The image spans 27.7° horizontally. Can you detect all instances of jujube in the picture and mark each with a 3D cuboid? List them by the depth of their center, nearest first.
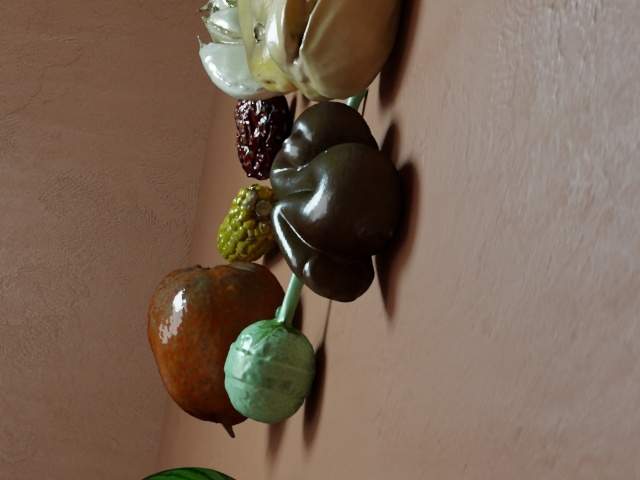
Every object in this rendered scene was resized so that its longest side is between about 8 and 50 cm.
[{"bbox_3d":[-0.104,-0.188,2.243,0.104,0.104,0.165,-108,28,-69],"label":"jujube"}]

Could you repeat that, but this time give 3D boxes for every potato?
[{"bbox_3d":[-0.047,-0.334,1.951,0.150,0.146,0.233,107,155,-71],"label":"potato"}]

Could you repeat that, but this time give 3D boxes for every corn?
[{"bbox_3d":[-0.112,-0.021,2.129,0.313,0.102,0.101,136,143,-76],"label":"corn"}]

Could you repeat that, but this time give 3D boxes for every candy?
[{"bbox_3d":[-0.020,0.016,1.634,0.119,0.119,0.439,-160,87,-80],"label":"candy"}]

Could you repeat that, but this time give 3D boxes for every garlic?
[{"bbox_3d":[-0.102,-0.360,2.134,0.185,0.203,0.281,12,-99,-76],"label":"garlic"}]

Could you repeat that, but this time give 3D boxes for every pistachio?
[{"bbox_3d":[0.028,-0.273,1.510,0.157,0.157,0.229,177,115,-79],"label":"pistachio"}]

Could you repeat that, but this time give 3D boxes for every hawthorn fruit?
[{"bbox_3d":[-0.139,0.162,1.869,0.210,0.211,0.262,-172,75,-80],"label":"hawthorn fruit"}]

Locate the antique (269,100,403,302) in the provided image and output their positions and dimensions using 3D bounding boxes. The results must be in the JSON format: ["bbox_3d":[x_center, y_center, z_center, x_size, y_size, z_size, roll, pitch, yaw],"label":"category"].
[{"bbox_3d":[0.018,-0.062,1.406,0.257,0.121,0.143,-99,29,-60],"label":"antique"}]

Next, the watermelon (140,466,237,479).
[{"bbox_3d":[-0.162,0.400,1.613,0.242,0.242,0.242,-170,90,-80],"label":"watermelon"}]
